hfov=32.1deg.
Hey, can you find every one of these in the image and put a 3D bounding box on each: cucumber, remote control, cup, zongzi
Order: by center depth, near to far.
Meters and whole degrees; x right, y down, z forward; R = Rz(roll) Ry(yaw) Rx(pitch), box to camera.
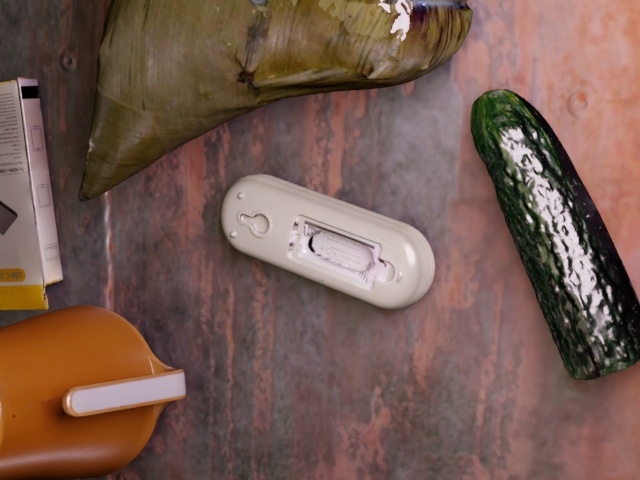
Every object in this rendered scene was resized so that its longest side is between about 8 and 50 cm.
[{"bbox_3d":[0.185,-0.012,0.878,0.074,0.074,0.241,-25,84,31],"label":"cucumber"},{"bbox_3d":[-0.062,-0.136,0.951,0.323,0.160,0.360,30,111,25],"label":"zongzi"},{"bbox_3d":[0.000,0.000,1.006,0.222,0.042,0.078,21,109,26],"label":"remote control"},{"bbox_3d":[-0.265,0.154,1.075,0.226,0.264,0.182,-8,86,20],"label":"cup"}]

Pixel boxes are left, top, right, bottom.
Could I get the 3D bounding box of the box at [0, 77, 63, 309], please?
[{"bbox_3d":[-0.348,-0.048,1.212,0.129,0.033,0.247,-2,97,30],"label":"box"}]
